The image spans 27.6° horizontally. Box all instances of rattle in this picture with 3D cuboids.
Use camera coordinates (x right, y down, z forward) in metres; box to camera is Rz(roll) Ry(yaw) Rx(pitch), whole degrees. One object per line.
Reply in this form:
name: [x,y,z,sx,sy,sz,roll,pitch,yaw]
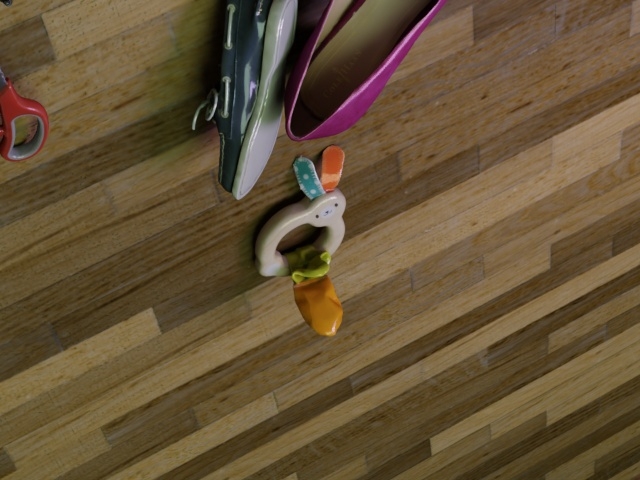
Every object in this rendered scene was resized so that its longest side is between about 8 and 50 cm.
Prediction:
rattle: [0.000,0.000,1.657,0.130,0.142,0.199,15,128,-25]

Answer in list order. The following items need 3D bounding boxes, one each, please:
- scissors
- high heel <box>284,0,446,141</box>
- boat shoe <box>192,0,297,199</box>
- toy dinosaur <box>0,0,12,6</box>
scissors: [-0.310,-0.157,1.265,0.109,0.021,0.297,-9,153,-22]
high heel: [0.078,-0.266,1.378,0.377,0.127,0.181,-64,176,35]
boat shoe: [-0.087,-0.165,1.435,0.095,0.079,0.254,-57,163,-52]
toy dinosaur: [-0.309,-0.275,1.148,0.064,0.118,0.268,-58,168,-46]
